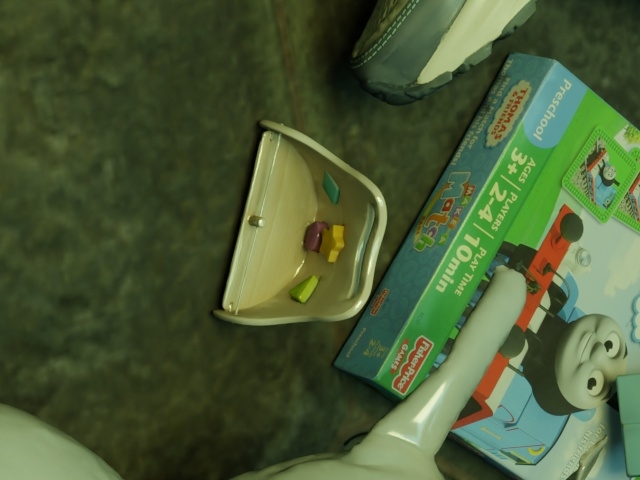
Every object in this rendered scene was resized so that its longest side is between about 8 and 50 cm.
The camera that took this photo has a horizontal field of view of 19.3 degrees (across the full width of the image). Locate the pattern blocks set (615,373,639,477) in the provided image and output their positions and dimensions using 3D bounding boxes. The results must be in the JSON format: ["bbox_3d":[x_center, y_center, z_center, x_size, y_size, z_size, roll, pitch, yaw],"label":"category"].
[{"bbox_3d":[0.221,0.210,0.781,0.285,0.026,0.325,3,80,12],"label":"pattern blocks set"}]

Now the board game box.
[{"bbox_3d":[0.127,0.039,0.851,0.211,0.039,0.160,35,80,-31],"label":"board game box"}]

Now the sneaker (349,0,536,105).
[{"bbox_3d":[0.058,-0.192,0.748,0.122,0.110,0.283,24,84,-14],"label":"sneaker"}]

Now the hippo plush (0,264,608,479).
[{"bbox_3d":[-0.067,0.157,0.639,0.236,0.234,0.294,17,116,-20],"label":"hippo plush"}]

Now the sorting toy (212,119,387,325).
[{"bbox_3d":[0.000,0.000,0.747,0.045,0.075,0.083,12,93,-31],"label":"sorting toy"}]
